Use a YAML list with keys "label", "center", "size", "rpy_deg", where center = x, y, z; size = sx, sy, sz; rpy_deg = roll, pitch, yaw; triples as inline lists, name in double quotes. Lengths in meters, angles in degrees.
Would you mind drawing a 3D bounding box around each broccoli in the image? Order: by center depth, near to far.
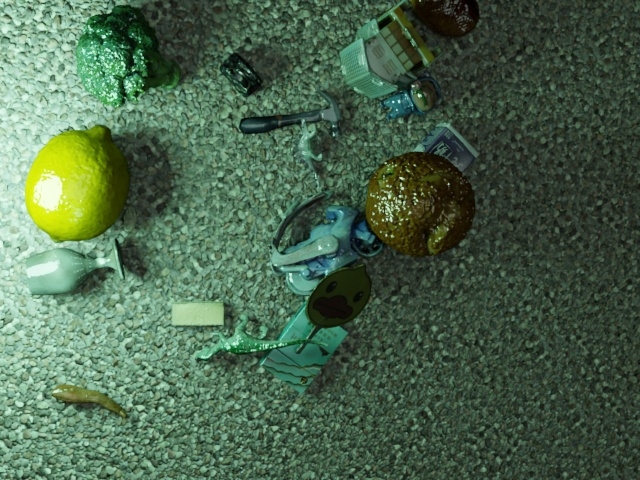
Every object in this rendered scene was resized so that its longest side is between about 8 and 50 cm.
- label: "broccoli"
  center: [-0.482, -0.459, 1.655]
  size: [0.270, 0.270, 0.270]
  rpy_deg: [8, 96, -46]

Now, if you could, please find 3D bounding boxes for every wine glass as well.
- label: "wine glass"
  center: [-0.645, 0.073, 1.729]
  size: [0.241, 0.126, 0.126]
  rpy_deg: [-13, 100, -13]

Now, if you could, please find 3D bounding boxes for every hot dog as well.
- label: "hot dog"
  center: [0.355, -0.684, 1.870]
  size: [0.227, 0.099, 0.160]
  rpy_deg: [43, 87, -15]

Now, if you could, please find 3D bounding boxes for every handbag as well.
- label: "handbag"
  center: [-0.213, -0.443, 1.752]
  size: [0.072, 0.139, 0.115]
  rpy_deg: [-41, 105, 3]

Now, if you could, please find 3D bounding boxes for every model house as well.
- label: "model house"
  center: [0.181, -0.507, 1.789]
  size: [0.215, 0.224, 0.198]
  rpy_deg: [-42, 104, -6]

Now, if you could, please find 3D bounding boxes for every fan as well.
- label: "fan"
  center: [0.031, 0.198, 1.864]
  size: [0.229, 0.011, 0.335]
  rpy_deg: [23, 109, -44]

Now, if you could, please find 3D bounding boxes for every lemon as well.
- label: "lemon"
  center: [-0.607, -0.142, 1.647]
  size: [0.245, 0.245, 0.320]
  rpy_deg: [23, 88, -14]

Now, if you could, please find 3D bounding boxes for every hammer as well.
- label: "hammer"
  center: [-0.087, -0.346, 1.844]
  size: [0.289, 0.037, 0.137]
  rpy_deg: [-9, 99, -12]

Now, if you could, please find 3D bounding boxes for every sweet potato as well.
- label: "sweet potato"
  center: [-0.636, 0.441, 1.817]
  size: [0.214, 0.050, 0.050]
  rpy_deg: [22, 92, -20]

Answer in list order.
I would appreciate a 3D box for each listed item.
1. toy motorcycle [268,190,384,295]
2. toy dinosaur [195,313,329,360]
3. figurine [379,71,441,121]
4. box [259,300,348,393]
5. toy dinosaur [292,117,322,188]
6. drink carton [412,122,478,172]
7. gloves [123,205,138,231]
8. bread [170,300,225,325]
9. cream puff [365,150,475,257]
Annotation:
- label: "toy motorcycle"
  center: [0.004, -0.004, 1.832]
  size: [0.319, 0.182, 0.241]
  rpy_deg: [-31, 104, -13]
- label: "toy dinosaur"
  center: [-0.172, 0.264, 1.861]
  size: [0.382, 0.129, 0.076]
  rpy_deg: [-12, 139, 9]
- label: "figurine"
  center: [0.265, -0.401, 1.869]
  size: [0.178, 0.144, 0.114]
  rpy_deg: [-24, 98, 3]
- label: "box"
  center: [-0.048, 0.316, 1.934]
  size: [0.162, 0.041, 0.229]
  rpy_deg: [39, 87, -15]
- label: "toy dinosaur"
  center: [-0.034, -0.245, 1.856]
  size: [0.082, 0.039, 0.209]
  rpy_deg: [-12, 114, 7]
- label: "drink carton"
  center: [0.333, -0.219, 1.925]
  size: [0.134, 0.102, 0.222]
  rpy_deg: [43, 88, -16]
- label: "gloves"
  center: [-0.518, -0.053, 1.789]
  size: [0.044, 0.037, 0.081]
  rpy_deg: [-8, 94, -48]
- label: "bread"
  center: [-0.348, 0.208, 1.860]
  size: [0.153, 0.028, 0.068]
  rpy_deg: [0, 97, -12]
- label: "cream puff"
  center: [0.282, -0.095, 1.775]
  size: [0.303, 0.212, 0.303]
  rpy_deg: [-2, 98, -16]
